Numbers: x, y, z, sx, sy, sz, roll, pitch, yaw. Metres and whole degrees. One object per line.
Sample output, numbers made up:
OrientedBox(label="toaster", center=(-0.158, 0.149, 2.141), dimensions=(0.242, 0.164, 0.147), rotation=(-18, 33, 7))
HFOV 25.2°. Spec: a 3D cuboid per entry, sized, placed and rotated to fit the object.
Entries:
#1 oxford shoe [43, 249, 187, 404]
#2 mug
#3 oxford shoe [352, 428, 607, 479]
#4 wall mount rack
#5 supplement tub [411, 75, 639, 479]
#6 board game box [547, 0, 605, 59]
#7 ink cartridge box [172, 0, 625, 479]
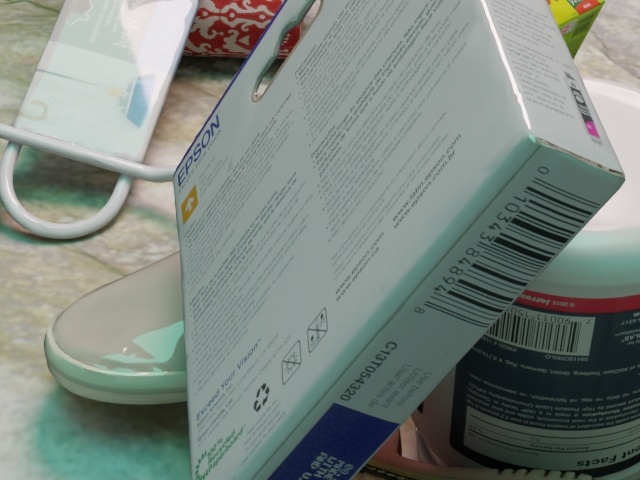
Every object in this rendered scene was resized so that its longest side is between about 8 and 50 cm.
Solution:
OrientedBox(label="oxford shoe", center=(0.000, 0.000, 1.091), dimensions=(0.449, 0.130, 0.169), rotation=(-18, 38, -20))
OrientedBox(label="mug", center=(-0.099, -0.239, 1.390), dimensions=(0.169, 0.113, 0.150), rotation=(5, 43, 1))
OrientedBox(label="oxford shoe", center=(0.094, 0.219, 0.862), dimensions=(0.397, 0.140, 0.146), rotation=(11, 48, 27))
OrientedBox(label="wall mount rack", center=(-0.135, -0.163, 1.218), dimensions=(0.304, 0.130, 0.350), rotation=(15, 66, 2))
OrientedBox(label="supplement tub", center=(0.152, 0.048, 0.937), dimensions=(0.191, 0.272, 0.191), rotation=(0, 42, 0))
OrientedBox(label="board game box", center=(0.121, -0.104, 0.992), dimensions=(0.092, 0.181, 0.043), rotation=(-28, 68, -27))
OrientedBox(label="ink cartridge box", center=(0.018, -0.036, 0.854), dimensions=(0.071, 0.324, 0.330), rotation=(21, 36, -24))
